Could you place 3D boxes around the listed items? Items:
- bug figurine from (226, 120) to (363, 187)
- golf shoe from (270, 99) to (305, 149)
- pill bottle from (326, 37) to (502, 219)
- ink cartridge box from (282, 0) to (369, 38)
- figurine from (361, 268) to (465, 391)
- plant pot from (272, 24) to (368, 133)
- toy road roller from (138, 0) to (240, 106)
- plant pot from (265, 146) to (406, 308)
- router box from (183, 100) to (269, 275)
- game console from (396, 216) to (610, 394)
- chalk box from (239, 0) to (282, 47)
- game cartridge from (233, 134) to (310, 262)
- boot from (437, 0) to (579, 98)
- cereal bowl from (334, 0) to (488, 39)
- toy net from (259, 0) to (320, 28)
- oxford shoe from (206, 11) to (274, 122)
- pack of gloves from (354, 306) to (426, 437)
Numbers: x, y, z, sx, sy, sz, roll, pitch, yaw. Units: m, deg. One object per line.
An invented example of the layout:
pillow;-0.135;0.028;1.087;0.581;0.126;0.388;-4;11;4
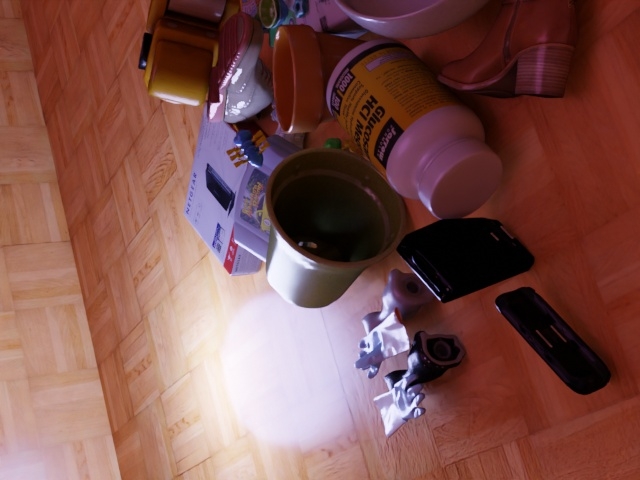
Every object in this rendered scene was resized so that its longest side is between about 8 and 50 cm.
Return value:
bug figurine;-0.044;-0.199;1.944;0.216;0.279;0.072;62;-176;8
golf shoe;-0.061;-0.246;2.066;0.086;0.069;0.176;-21;78;50
pill bottle;0.162;-0.191;1.612;0.334;0.188;0.187;54;136;39
ink cartridge box;0.031;-0.503;1.842;0.273;0.115;0.198;-11;85;57
figurine;0.157;0.190;1.773;0.209;0.092;0.214;-56;48;49
plant pot;0.019;-0.313;1.791;0.205;0.188;0.205;175;90;-77
toy road roller;-0.322;-0.474;2.247;0.240;0.203;0.329;-96;23;-47
plant pot;0.000;0.000;1.854;0.276;0.276;0.254;67;153;26
router box;-0.219;-0.132;2.303;0.301;0.082;0.335;46;131;44
game console;0.295;0.098;1.443;0.361;0.213;0.044;50;134;26
chalk box;-0.089;-0.524;2.009;0.132;0.132;0.212;-14;84;57
game cartridge;-0.094;-0.078;2.077;0.196;0.060;0.294;34;125;23
boot;0.296;-0.340;1.472;0.283;0.109;0.220;-162;77;-65
cereal bowl;0.180;-0.471;1.535;0.339;0.141;0.338;-15;60;27
toy net;-0.044;-0.461;1.813;0.232;0.045;0.122;-30;70;56
oxford shoe;-0.160;-0.378;2.065;0.397;0.147;0.140;132;141;-69
pack of gloves;0.118;0.256;1.743;0.232;0.046;0.195;124;132;-61
